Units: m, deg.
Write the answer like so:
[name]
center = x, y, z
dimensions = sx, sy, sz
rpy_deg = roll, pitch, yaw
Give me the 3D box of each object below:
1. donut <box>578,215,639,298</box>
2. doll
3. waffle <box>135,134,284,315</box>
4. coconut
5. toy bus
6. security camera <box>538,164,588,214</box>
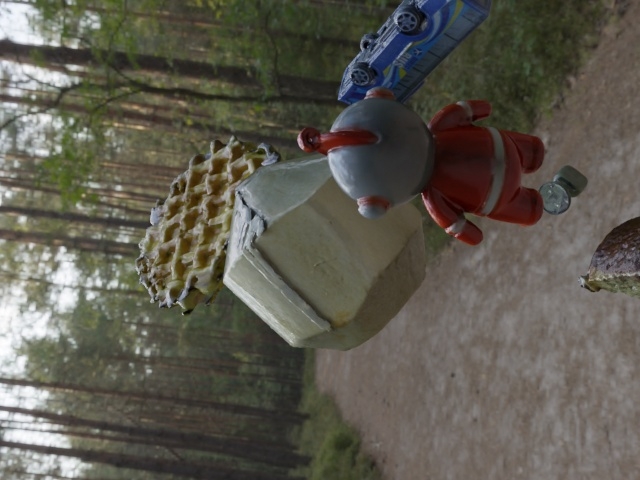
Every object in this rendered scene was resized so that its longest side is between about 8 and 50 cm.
[donut]
center = 0.486, 0.017, 0.963
dimensions = 0.126, 0.186, 0.144
rpy_deg = 164, 118, -76
[doll]
center = 0.096, -0.072, 0.629
dimensions = 0.076, 0.245, 0.142
rpy_deg = 143, 132, -71
[waffle]
center = -0.220, -0.038, 1.347
dimensions = 0.380, 0.095, 0.382
rpy_deg = -51, 34, -3
[coconut]
center = 0.000, 0.000, 1.056
dimensions = 0.323, 0.322, 0.323
rpy_deg = -173, 90, -89
[toy bus]
center = 0.113, -0.249, 0.869
dimensions = 0.236, 0.094, 0.079
rpy_deg = -41, 23, 51
[security camera]
center = 0.386, -0.082, 1.075
dimensions = 0.092, 0.058, 0.058
rpy_deg = -30, -39, -39
